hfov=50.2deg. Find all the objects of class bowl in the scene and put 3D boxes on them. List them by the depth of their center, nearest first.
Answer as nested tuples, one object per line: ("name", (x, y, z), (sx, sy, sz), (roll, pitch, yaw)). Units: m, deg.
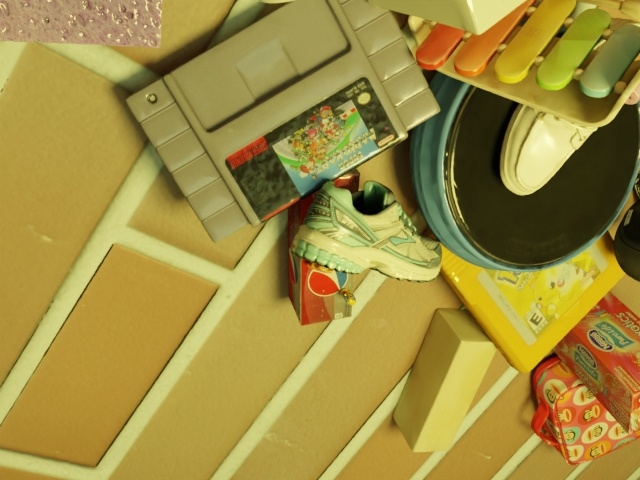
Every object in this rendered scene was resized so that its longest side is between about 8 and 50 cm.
("bowl", (0.326, -0.134, 1.042), (0.390, 0.077, 0.392), (-6, 108, -19))

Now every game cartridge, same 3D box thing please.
("game cartridge", (-0.043, -0.175, 0.899), (0.355, 0.068, 0.230), (-31, 99, 0))
("game cartridge", (0.361, 0.028, 1.169), (0.285, 0.052, 0.324), (-44, 116, -6))

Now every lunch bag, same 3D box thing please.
("lunch bag", (0.575, 0.358, 1.479), (0.258, 0.120, 0.293), (-25, 127, -3))

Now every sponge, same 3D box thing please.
("sponge", (-0.291, -0.290, 0.797), (0.209, 0.031, 0.117), (-3, 122, -20))

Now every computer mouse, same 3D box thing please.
("computer mouse", (0.557, 0.016, 1.208), (0.060, 0.262, 0.184), (-3, 124, 28))

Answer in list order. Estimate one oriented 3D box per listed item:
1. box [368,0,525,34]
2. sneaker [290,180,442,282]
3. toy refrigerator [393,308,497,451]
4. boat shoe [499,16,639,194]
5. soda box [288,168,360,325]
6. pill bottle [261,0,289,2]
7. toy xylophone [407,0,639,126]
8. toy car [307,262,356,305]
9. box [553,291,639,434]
("box", (0.213, -0.411, 0.762), (0.345, 0.215, 0.168), (-37, 128, -9))
("sneaker", (0.092, -0.014, 0.960), (0.283, 0.110, 0.122), (7, 105, -47))
("toy refrigerator", (0.238, 0.270, 1.308), (0.094, 0.102, 0.270), (5, 118, -24))
("boat shoe", (0.346, -0.185, 0.938), (0.098, 0.096, 0.277), (27, 95, -25))
("soda box", (0.000, 0.000, 1.058), (0.092, 0.083, 0.264), (-7, 122, -14))
("pill bottle", (-0.049, -0.379, 0.785), (0.107, 0.108, 0.180), (-22, 125, -7))
("toy xylophone", (0.283, -0.270, 0.880), (0.236, 0.322, 0.081), (-59, 153, -21))
("toy car", (0.033, 0.049, 1.023), (0.060, 0.041, 0.122), (-41, 124, 9))
("box", (0.561, 0.219, 1.301), (0.128, 0.257, 0.123), (-21, 127, -7))
